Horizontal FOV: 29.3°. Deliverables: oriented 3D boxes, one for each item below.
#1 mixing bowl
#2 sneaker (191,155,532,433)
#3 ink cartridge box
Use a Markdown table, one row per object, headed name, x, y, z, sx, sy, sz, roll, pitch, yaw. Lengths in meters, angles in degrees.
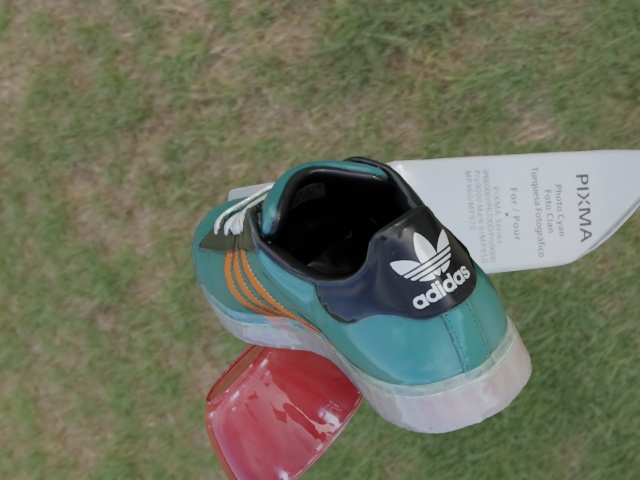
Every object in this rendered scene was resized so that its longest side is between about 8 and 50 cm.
| name | x | y | z | sx | sy | sz | roll | pitch | yaw |
| --- | --- | --- | --- | --- | --- | --- | --- | --- | --- |
| mixing bowl | -0.048 | 0.158 | 1.194 | 0.098 | 0.181 | 0.181 | 44 | 127 | -8 |
| sneaker | 0.000 | 0.000 | 0.697 | 0.302 | 0.108 | 0.121 | 22 | 140 | 57 |
| ink cartridge box | 0.154 | -0.019 | 1.028 | 0.308 | 0.385 | 0.091 | 175 | 92 | -65 |
